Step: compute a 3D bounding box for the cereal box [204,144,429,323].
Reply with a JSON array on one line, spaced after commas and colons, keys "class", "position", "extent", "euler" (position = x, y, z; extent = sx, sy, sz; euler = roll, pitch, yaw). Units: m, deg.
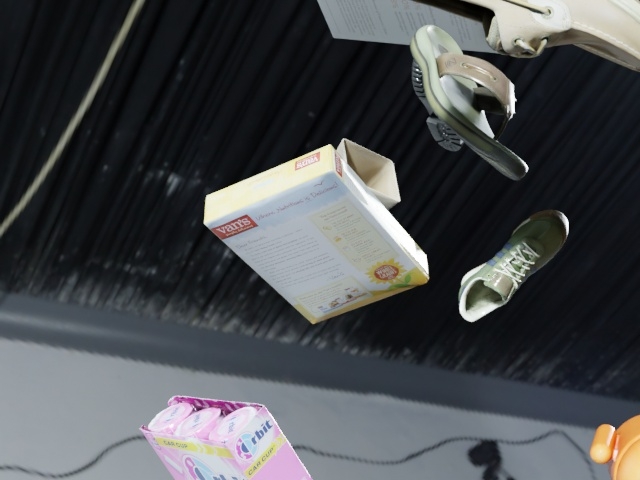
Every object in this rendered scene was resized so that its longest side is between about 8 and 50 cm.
[{"class": "cereal box", "position": [0.000, 0.000, 1.204], "extent": [0.240, 0.173, 0.047], "euler": [47, 31, -42]}]

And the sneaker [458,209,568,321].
[{"class": "sneaker", "position": [0.254, 0.044, 1.360], "extent": [0.064, 0.192, 0.086], "euler": [41, 35, -7]}]

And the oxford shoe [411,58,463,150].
[{"class": "oxford shoe", "position": [0.219, -0.269, 1.763], "extent": [0.082, 0.227, 0.096], "euler": [25, 63, 35]}]

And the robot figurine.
[{"class": "robot figurine", "position": [0.430, 0.292, 1.287], "extent": [0.158, 0.128, 0.219], "euler": [59, 9, 3]}]

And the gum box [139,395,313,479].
[{"class": "gum box", "position": [-0.106, 0.230, 1.094], "extent": [0.062, 0.188, 0.107], "euler": [-43, 112, -33]}]

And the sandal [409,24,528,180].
[{"class": "sandal", "position": [0.189, -0.194, 1.275], "extent": [0.120, 0.086, 0.303], "euler": [32, 29, -37]}]

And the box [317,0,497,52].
[{"class": "box", "position": [0.170, -0.480, 1.822], "extent": [0.345, 0.215, 0.168], "euler": [12, 62, 28]}]

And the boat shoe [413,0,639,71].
[{"class": "boat shoe", "position": [0.194, -0.225, 0.992], "extent": [0.302, 0.098, 0.109], "euler": [25, 0, -3]}]

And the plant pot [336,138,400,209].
[{"class": "plant pot", "position": [0.062, -0.091, 1.768], "extent": [0.109, 0.096, 0.109], "euler": [22, 38, -25]}]
